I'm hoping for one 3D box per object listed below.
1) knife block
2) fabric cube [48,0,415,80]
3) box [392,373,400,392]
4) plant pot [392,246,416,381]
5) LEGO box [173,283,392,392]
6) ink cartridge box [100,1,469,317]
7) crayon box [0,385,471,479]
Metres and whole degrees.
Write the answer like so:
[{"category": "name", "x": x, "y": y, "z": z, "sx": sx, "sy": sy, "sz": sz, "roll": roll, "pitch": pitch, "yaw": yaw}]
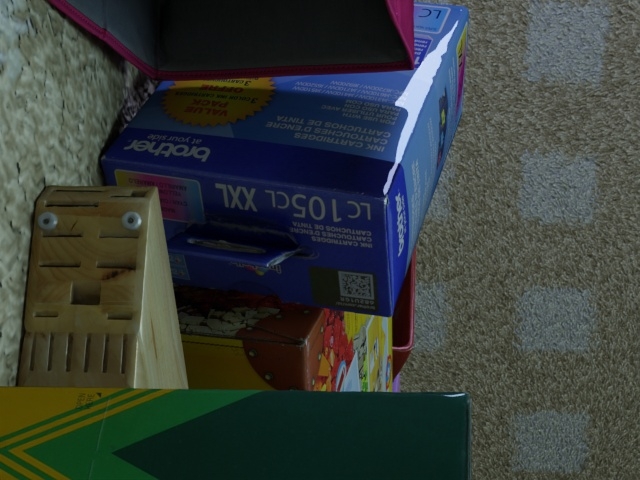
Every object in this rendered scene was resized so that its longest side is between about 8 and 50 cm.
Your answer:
[{"category": "knife block", "x": -0.159, "y": 0.114, "z": 0.821, "sx": 0.242, "sy": 0.088, "sz": 0.275, "roll": 67, "pitch": 24, "yaw": -77}, {"category": "fabric cube", "x": -0.058, "y": -0.292, "z": 0.825, "sx": 0.259, "sy": 0.254, "sz": 0.258, "roll": 31, "pitch": 60, "yaw": -76}, {"category": "box", "x": 0.007, "y": 0.299, "z": 1.672, "sx": 0.213, "sy": 0.243, "sz": 0.117, "roll": -66, "pitch": 157, "yaw": -73}, {"category": "plant pot", "x": -0.008, "y": 0.124, "z": 1.529, "sx": 0.267, "sy": 0.267, "sz": 0.235, "roll": -82, "pitch": -179, "yaw": -47}, {"category": "LEGO box", "x": -0.045, "y": 0.234, "z": 1.154, "sx": 0.372, "sy": 0.193, "sz": 0.500, "roll": -57, "pitch": 148, "yaw": -61}, {"category": "ink cartridge box", "x": -0.025, "y": -0.083, "z": 0.977, "sx": 0.395, "sy": 0.270, "sz": 0.151, "roll": -66, "pitch": 158, "yaw": -44}, {"category": "crayon box", "x": -0.059, "y": 0.239, "z": 0.703, "sx": 0.363, "sy": 0.313, "sz": 0.106, "roll": 85, "pitch": 9, "yaw": -48}]
